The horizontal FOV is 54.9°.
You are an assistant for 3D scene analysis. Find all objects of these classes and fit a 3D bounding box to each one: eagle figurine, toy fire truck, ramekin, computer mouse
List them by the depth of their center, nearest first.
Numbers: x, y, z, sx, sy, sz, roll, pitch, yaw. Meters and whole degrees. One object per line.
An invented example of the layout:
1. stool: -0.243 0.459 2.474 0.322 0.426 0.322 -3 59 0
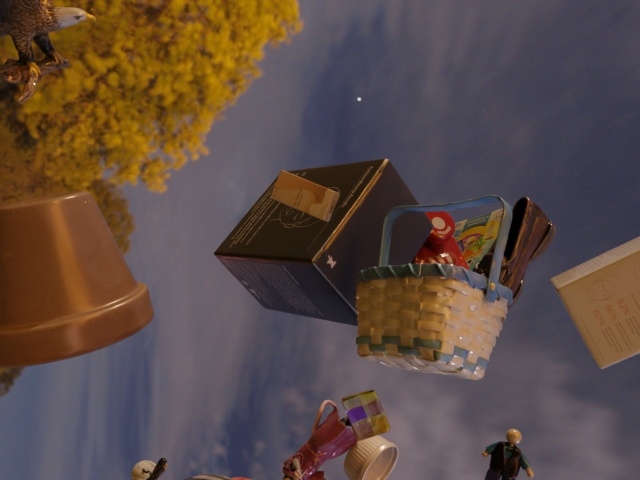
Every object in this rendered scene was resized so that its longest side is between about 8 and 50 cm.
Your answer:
1. eagle figurine: -0.516 -0.435 1.102 0.226 0.225 0.299 44 -39 39
2. toy fire truck: 0.261 0.070 1.646 0.254 0.301 0.169 67 -27 25
3. computer mouse: -0.513 0.676 1.796 0.193 0.042 0.106 -23 -154 52
4. ramekin: 0.179 0.804 2.249 0.109 0.207 0.207 31 -73 38

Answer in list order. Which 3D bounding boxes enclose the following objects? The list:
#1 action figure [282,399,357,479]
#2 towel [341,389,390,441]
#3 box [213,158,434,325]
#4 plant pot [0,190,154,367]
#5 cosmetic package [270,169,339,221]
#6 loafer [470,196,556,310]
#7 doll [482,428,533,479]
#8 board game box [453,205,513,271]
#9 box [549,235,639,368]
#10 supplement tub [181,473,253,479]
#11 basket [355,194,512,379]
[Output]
1. action figure: -0.035 0.737 2.145 0.370 0.248 0.275 -40 -140 -11
2. towel: 0.073 0.279 0.980 0.009 0.060 0.083 -84 155 -70
3. box: 0.000 0.000 1.403 0.395 0.212 0.294 2 -132 52
4. plant pot: -0.420 0.046 0.978 0.263 0.262 0.230 10 -67 62
5. cosmetic package: -0.029 -0.084 1.154 0.060 0.115 0.041 -69 165 4
6. loafer: 0.337 0.038 1.160 0.302 0.095 0.109 -47 -158 -28
7. doll: 0.460 0.560 1.522 0.129 0.046 0.189 14 -101 22
8. board game box: 0.461 0.071 1.889 0.253 0.079 0.336 -22 -146 56
9. box: 0.438 0.080 0.873 0.170 0.091 0.130 -28 -92 15
10. supplement tub: -0.190 0.420 0.772 0.207 0.338 0.207 -3 -96 27
11. basket: 0.181 0.071 1.019 0.254 0.201 0.289 -4 -109 50
